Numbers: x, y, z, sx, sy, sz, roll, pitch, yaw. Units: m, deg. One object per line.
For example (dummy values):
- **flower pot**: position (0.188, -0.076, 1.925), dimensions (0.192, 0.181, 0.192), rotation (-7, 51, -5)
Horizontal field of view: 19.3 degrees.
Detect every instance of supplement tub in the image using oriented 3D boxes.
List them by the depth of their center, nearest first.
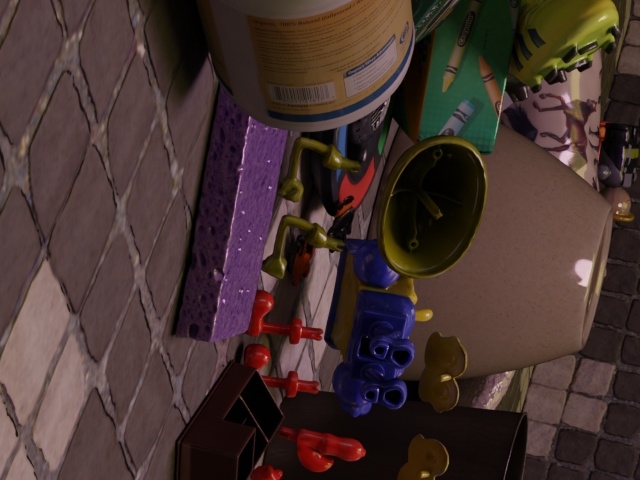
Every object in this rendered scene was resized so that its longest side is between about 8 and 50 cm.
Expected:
- **supplement tub**: position (-0.014, -0.179, 1.242), dimensions (0.200, 0.144, 0.144), rotation (79, 27, -61)

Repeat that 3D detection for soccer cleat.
- **soccer cleat**: position (0.209, -0.209, 1.828), dimensions (0.121, 0.093, 0.289), rotation (65, -8, 0)

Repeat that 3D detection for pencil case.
- **pencil case**: position (0.277, -0.141, 2.342), dimensions (0.183, 0.159, 0.410), rotation (-2, 93, -67)

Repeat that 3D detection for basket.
- **basket**: position (0.069, 0.228, 1.787), dimensions (0.154, 0.226, 0.204), rotation (-64, 160, -47)

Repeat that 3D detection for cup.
- **cup**: position (0.198, 0.019, 2.131), dimensions (0.331, 0.236, 0.331), rotation (13, 90, -77)

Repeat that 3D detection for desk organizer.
- **desk organizer**: position (-0.070, 0.152, 1.515), dimensions (0.130, 0.050, 0.047), rotation (-56, 155, -58)

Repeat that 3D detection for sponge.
- **sponge**: position (-0.062, -0.030, 1.428), dimensions (0.117, 0.031, 0.210), rotation (-12, 113, -76)

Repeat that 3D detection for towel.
- **towel**: position (0.207, 0.149, 2.440), dimensions (0.187, 0.049, 0.282), rotation (-60, -173, -12)

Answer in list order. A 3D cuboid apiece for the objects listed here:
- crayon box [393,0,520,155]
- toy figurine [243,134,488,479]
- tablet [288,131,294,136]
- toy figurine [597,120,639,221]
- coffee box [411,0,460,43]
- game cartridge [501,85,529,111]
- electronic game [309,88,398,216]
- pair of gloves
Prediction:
- **crayon box**: position (0.137, -0.239, 1.843), dimensions (0.165, 0.081, 0.279), rotation (-118, -145, -71)
- **toy figurine**: position (0.025, 0.043, 1.667), dimensions (0.217, 0.191, 0.363), rotation (-98, -165, -68)
- **tablet**: position (-0.017, -0.134, 1.583), dimensions (0.054, 0.006, 0.083), rotation (-59, 156, -55)
- **toy figurine**: position (0.315, -0.095, 2.536), dimensions (0.209, 0.213, 0.148), rotation (-149, -114, -76)
- **coffee box**: position (0.100, -0.223, 1.653), dimensions (0.113, 0.040, 0.184), rotation (-49, 177, 26)
- **game cartridge**: position (0.177, -0.242, 2.091), dimensions (0.294, 0.060, 0.196), rotation (-36, 122, -71)
- **electronic game**: position (0.039, -0.133, 1.728), dimensions (0.229, 0.048, 0.229), rotation (12, 90, -78)
- **pair of gloves**: position (0.000, 0.000, 1.697), dimensions (0.083, 0.010, 0.074), rotation (-40, 158, -23)
